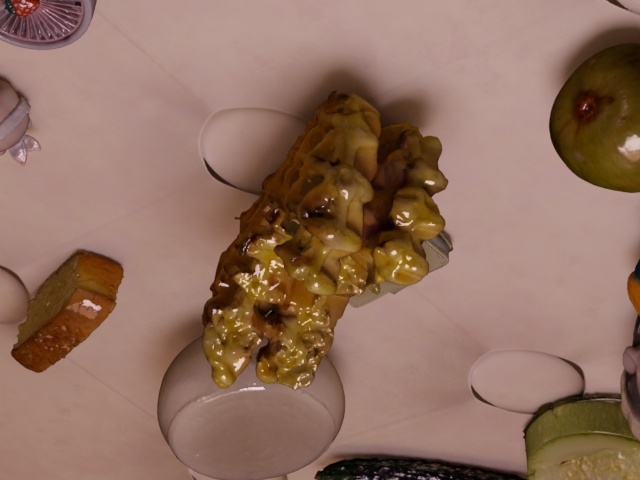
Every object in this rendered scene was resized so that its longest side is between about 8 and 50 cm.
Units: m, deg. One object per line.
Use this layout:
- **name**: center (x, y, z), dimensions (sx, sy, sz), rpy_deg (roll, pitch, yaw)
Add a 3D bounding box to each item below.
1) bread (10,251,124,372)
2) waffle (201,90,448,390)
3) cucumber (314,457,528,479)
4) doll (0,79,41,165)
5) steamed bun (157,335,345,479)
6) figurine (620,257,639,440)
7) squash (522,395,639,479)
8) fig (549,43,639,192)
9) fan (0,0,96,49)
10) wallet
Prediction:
- **bread**: center (-0.310, 0.088, 1.893), dimensions (0.065, 0.103, 0.187), rpy_deg (28, 140, -22)
- **waffle**: center (0.000, 0.000, 1.580), dimensions (0.151, 0.261, 0.324), rpy_deg (27, 142, -16)
- **cucumber**: center (0.138, 0.330, 2.127), dimensions (0.293, 0.067, 0.067), rpy_deg (8, 142, 5)
- **doll**: center (-0.352, -0.133, 1.660), dimensions (0.084, 0.073, 0.127), rpy_deg (21, 153, 46)
- **steamed bun**: center (-0.087, 0.187, 1.933), dimensions (0.232, 0.145, 0.232), rpy_deg (-4, 138, -4)
- **figurine**: center (0.421, 0.101, 1.722), dimensions (0.185, 0.204, 0.332), rpy_deg (0, 113, 15)
- **squash**: center (0.357, 0.295, 1.992), dimensions (0.220, 0.133, 0.220), rpy_deg (10, 139, 9)
- **fig**: center (0.315, -0.114, 1.484), dimensions (0.186, 0.148, 0.142), rpy_deg (-13, 139, -36)
- **fan**: center (-0.231, -0.260, 1.458), dimensions (0.244, 0.074, 0.130), rpy_deg (-20, 133, 32)
- **wallet**: center (0.063, 0.014, 1.766), dimensions (0.110, 0.039, 0.155), rpy_deg (38, 134, -26)
